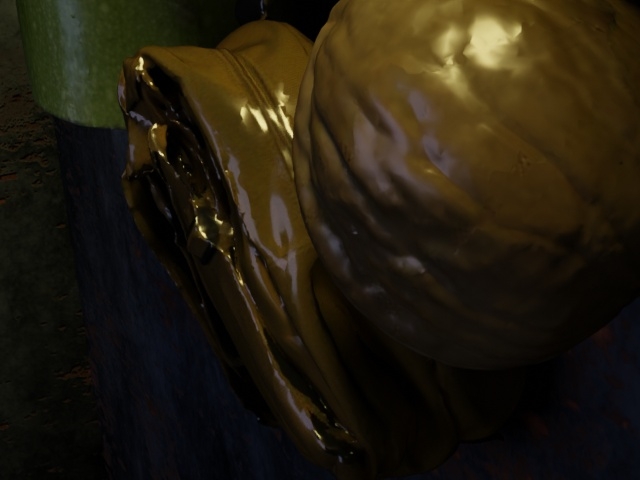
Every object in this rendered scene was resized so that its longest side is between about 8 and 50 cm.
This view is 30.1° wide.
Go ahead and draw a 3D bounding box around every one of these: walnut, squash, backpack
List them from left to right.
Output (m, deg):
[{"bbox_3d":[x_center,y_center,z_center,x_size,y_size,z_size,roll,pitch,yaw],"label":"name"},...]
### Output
[{"bbox_3d":[-0.147,-0.313,1.041,0.263,0.263,0.384,-136,41,-57],"label":"squash"},{"bbox_3d":[-0.005,0.003,0.881,0.378,0.201,0.353,64,162,-12],"label":"backpack"},{"bbox_3d":[0.088,-0.049,0.623,0.228,0.228,0.227,169,90,-69],"label":"walnut"}]
